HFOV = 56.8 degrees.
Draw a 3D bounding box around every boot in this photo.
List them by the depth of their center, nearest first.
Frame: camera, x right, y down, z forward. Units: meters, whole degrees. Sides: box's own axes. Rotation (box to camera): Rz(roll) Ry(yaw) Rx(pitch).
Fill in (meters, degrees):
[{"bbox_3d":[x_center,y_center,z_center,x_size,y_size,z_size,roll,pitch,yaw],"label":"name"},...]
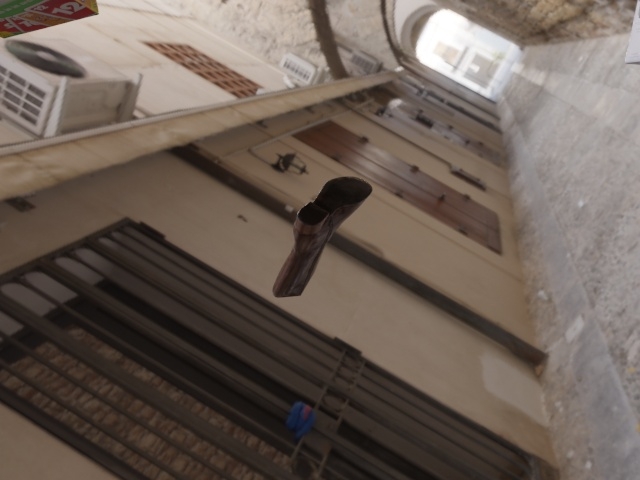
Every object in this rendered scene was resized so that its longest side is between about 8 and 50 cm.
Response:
[{"bbox_3d":[0.000,0.000,0.576,0.106,0.037,0.114,-32,-28,-39],"label":"boot"}]

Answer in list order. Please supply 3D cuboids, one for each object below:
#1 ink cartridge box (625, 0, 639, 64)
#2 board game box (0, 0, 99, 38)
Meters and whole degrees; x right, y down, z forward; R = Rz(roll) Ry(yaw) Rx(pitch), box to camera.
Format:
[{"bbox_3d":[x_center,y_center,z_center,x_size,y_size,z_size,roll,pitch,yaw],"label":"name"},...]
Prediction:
[{"bbox_3d":[0.206,-0.139,0.326,0.028,0.048,0.083,-70,-14,-74],"label":"ink cartridge box"},{"bbox_3d":[-0.330,-0.251,0.570,0.259,0.124,0.039,-40,-62,-83],"label":"board game box"}]
